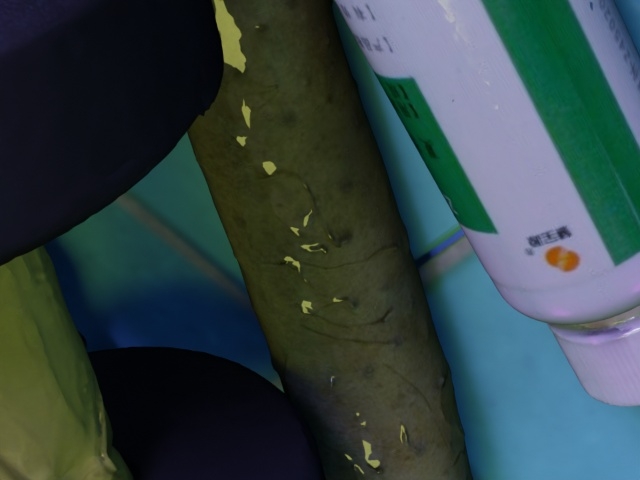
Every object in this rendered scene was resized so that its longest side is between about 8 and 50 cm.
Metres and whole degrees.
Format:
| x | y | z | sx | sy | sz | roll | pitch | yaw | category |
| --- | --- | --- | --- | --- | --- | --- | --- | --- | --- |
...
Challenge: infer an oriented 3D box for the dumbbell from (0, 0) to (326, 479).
| x | y | z | sx | sy | sz | roll | pitch | yaw | category |
| --- | --- | --- | --- | --- | --- | --- | --- | --- | --- |
| -0.114 | 0.034 | 0.527 | 0.204 | 0.203 | 0.322 | -2 | 126 | 14 | dumbbell |

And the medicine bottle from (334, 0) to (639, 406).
| x | y | z | sx | sy | sz | roll | pitch | yaw | category |
| --- | --- | --- | --- | --- | --- | --- | --- | --- | --- |
| 0.081 | -0.051 | 0.554 | 0.095 | 0.095 | 0.260 | -20 | 116 | 24 | medicine bottle |

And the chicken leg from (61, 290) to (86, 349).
| x | y | z | sx | sy | sz | roll | pitch | yaw | category |
| --- | --- | --- | --- | --- | --- | --- | --- | --- | --- |
| -0.157 | 0.024 | 0.671 | 0.113 | 0.093 | 0.304 | -26 | 120 | 13 | chicken leg |

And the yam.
| x | y | z | sx | sy | sz | roll | pitch | yaw | category |
| --- | --- | --- | --- | --- | --- | --- | --- | --- | --- |
| 0.000 | 0.000 | 0.617 | 0.083 | 0.083 | 0.371 | -7 | 119 | 17 | yam |
